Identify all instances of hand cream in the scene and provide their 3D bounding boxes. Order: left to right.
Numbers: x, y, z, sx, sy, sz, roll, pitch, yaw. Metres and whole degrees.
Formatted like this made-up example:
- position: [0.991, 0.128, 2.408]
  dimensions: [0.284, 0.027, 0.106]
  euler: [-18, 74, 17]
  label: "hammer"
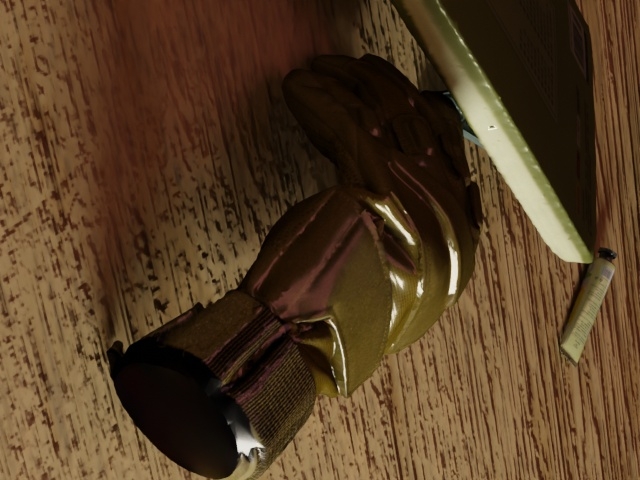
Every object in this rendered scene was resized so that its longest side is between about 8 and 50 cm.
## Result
- position: [0.221, 0.053, 1.437]
  dimensions: [0.035, 0.022, 0.102]
  euler: [44, 65, -50]
  label: "hand cream"

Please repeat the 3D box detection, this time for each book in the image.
- position: [0.122, -0.168, 1.191]
  dimensions: [0.352, 0.035, 0.239]
  euler: [50, 36, -47]
  label: "book"

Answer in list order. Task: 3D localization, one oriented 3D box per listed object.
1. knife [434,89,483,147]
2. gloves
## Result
- position: [0.129, -0.077, 1.286]
  dimensions: [0.210, 0.015, 0.028]
  euler: [25, 79, -54]
  label: "knife"
- position: [0.012, 0.003, 1.014]
  dimensions: [0.331, 0.141, 0.154]
  euler: [-51, 132, -39]
  label: "gloves"
